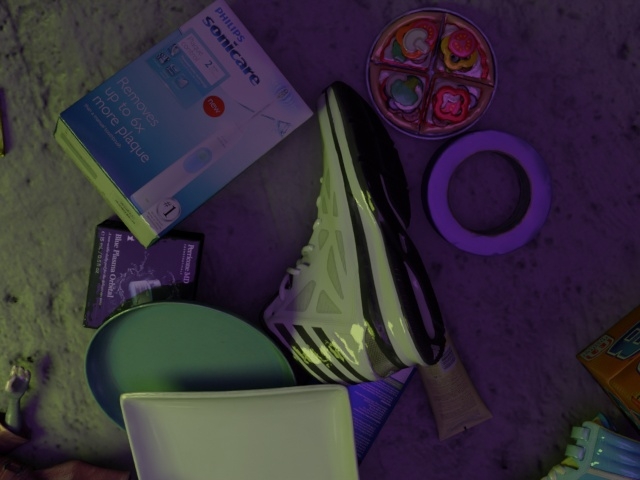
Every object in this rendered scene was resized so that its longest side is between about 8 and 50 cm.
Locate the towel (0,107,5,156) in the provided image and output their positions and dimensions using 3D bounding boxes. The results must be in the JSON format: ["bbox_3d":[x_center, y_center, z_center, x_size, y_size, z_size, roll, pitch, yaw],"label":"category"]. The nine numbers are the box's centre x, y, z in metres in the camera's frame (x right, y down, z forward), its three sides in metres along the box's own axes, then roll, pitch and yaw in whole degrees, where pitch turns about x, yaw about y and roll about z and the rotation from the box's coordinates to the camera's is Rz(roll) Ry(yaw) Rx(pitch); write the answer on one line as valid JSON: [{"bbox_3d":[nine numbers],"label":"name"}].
[{"bbox_3d":[-0.598,-0.165,1.617,0.237,0.021,0.102,-5,97,-2],"label":"towel"}]

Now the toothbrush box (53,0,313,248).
[{"bbox_3d":[-0.195,-0.166,1.535,0.295,0.126,0.216,-40,95,-20],"label":"toothbrush box"}]

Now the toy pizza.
[{"bbox_3d":[0.168,-0.252,1.617,0.201,0.032,0.201,0,90,1],"label":"toy pizza"}]

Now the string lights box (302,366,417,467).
[{"bbox_3d":[0.041,0.240,1.650,0.133,0.077,0.260,30,94,-4],"label":"string lights box"}]

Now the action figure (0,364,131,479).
[{"bbox_3d":[-0.459,0.379,1.630,0.370,0.248,0.276,25,137,8],"label":"action figure"}]

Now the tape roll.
[{"bbox_3d":[0.249,-0.073,1.625,0.188,0.080,0.189,0,95,-2],"label":"tape roll"}]

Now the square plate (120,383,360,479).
[{"bbox_3d":[-0.099,0.366,1.588,0.344,0.049,0.347,-5,109,14],"label":"square plate"}]

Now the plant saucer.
[{"bbox_3d":[-0.188,0.200,1.584,0.317,0.044,0.318,4,128,5],"label":"plant saucer"}]

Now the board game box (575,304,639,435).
[{"bbox_3d":[0.652,0.222,1.529,0.356,0.356,0.356,-40,95,2],"label":"board game box"}]

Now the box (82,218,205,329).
[{"bbox_3d":[-0.264,0.058,1.615,0.158,0.093,0.156,8,95,-4],"label":"box"}]

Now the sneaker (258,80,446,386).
[{"bbox_3d":[0.000,0.000,1.560,0.257,0.169,0.448,-22,67,24],"label":"sneaker"}]

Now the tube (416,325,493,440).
[{"bbox_3d":[0.190,0.217,1.623,0.070,0.062,0.240,4,139,32],"label":"tube"}]

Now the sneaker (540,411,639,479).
[{"bbox_3d":[0.369,0.369,1.648,0.319,0.127,0.208,-6,72,24],"label":"sneaker"}]
